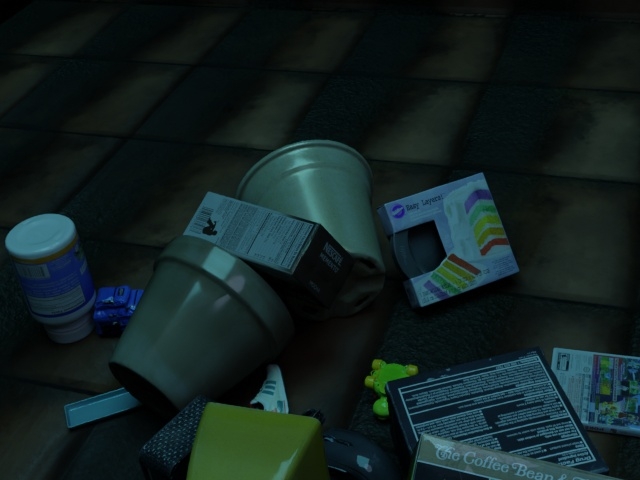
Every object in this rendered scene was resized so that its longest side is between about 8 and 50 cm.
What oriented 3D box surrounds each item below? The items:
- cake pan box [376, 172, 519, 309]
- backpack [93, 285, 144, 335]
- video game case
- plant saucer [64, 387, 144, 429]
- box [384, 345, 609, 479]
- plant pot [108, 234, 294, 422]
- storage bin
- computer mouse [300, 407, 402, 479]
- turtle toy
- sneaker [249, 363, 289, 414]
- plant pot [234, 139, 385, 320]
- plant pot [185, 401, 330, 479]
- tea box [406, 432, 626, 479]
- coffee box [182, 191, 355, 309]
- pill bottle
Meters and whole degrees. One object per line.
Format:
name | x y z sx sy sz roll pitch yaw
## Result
cake pan box | 0.279 0.001 2.096 0.267 0.245 0.070 -17 -6 -15
backpack | -0.443 0.155 2.113 0.120 0.101 0.098 -2 43 1
video game case | 0.536 0.291 1.825 0.184 0.023 0.201 5 36 16
plant saucer | -0.424 0.337 1.928 0.192 0.018 0.067 -15 37 -13
box | 0.292 0.370 1.616 0.296 0.182 0.294 -12 37 -4
plant pot | -0.259 0.200 1.877 0.323 0.323 0.280 20 59 32
storage bin | -0.234 0.389 1.733 0.084 0.122 0.180 19 43 32
computer mouse | 0.009 0.402 1.728 0.184 0.060 0.262 -32 42 -32
turtle toy | 0.136 0.293 1.851 0.095 0.066 0.130 8 39 19
sneaker | -0.108 0.308 1.879 0.075 0.057 0.161 -7 38 -9
plant pot | 0.000 0.000 2.107 0.334 0.333 0.305 -12 48 -8
plant pot | -0.116 0.425 1.578 0.212 0.212 0.187 5 36 19
tea box | 0.261 0.468 1.304 0.329 0.220 0.323 13 73 7
coffee box | -0.104 0.018 1.882 0.297 0.168 0.118 17 71 35
pill bottle | -0.582 0.090 2.076 0.152 0.272 0.152 -5 36 4
